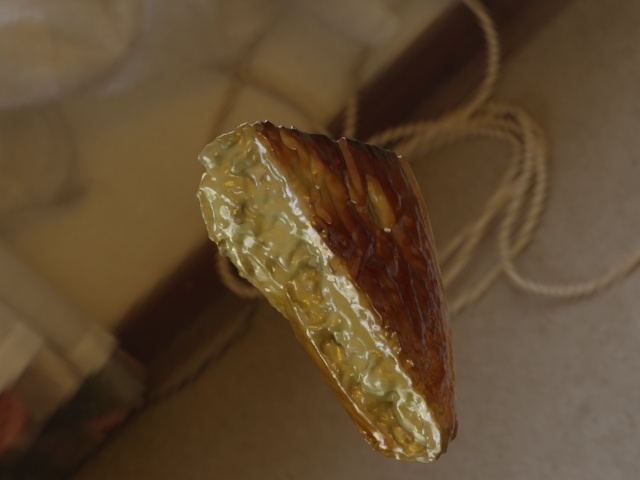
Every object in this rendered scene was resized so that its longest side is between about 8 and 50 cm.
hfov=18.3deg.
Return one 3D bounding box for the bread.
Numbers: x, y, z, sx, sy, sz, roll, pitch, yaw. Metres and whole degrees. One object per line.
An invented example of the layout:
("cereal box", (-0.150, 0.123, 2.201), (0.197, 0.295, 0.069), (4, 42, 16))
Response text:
("bread", (0.012, 0.001, 0.813), (0.054, 0.154, 0.136), (-24, 18, 26))
